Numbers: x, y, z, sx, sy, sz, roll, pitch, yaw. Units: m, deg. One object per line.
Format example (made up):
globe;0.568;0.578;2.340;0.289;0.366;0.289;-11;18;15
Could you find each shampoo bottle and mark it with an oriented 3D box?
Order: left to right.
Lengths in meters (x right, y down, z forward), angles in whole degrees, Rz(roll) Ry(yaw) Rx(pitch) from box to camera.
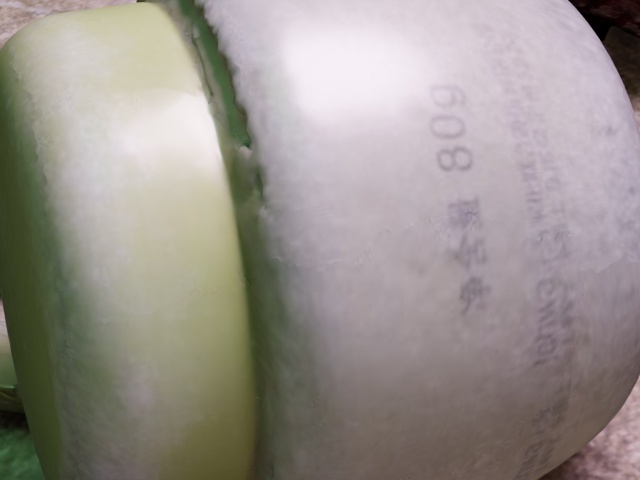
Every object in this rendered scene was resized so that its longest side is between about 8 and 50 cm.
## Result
shampoo bottle;0.000;0.000;0.880;0.317;0.322;0.322;-10;37;-13

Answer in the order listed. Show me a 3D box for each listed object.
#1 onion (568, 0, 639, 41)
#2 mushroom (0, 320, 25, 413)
onion;0.238;-0.293;1.229;0.348;0.347;0.385;-30;6;-20
mushroom;-0.215;0.067;1.067;0.209;0.071;0.084;11;11;22
